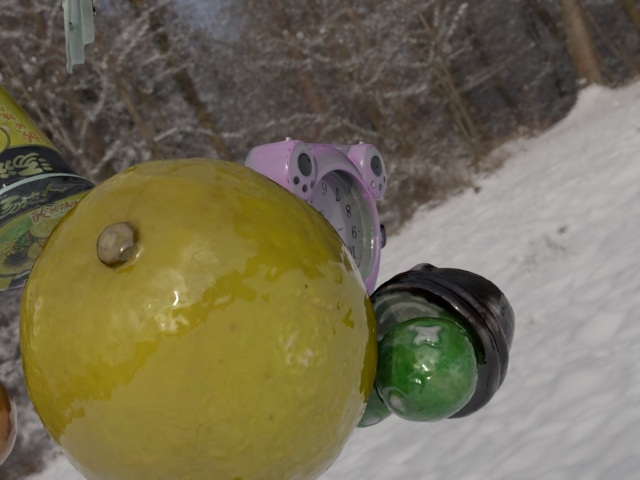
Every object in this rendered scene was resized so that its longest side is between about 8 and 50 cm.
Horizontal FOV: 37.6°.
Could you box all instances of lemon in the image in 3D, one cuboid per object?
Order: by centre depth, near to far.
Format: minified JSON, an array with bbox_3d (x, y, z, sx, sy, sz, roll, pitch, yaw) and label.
[{"bbox_3d":[-0.111,0.087,0.869,0.348,0.348,0.348,-29,-6,-3],"label":"lemon"}]

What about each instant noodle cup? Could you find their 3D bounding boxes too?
[{"bbox_3d":[-0.428,-0.084,1.241,0.215,0.236,0.215,-29,-26,-16],"label":"instant noodle cup"}]

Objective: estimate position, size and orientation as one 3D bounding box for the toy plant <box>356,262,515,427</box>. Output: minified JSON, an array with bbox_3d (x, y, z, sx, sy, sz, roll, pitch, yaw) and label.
[{"bbox_3d":[0.112,0.125,1.028,0.235,0.175,0.218,-33,3,-43],"label":"toy plant"}]

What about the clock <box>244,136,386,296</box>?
[{"bbox_3d":[0.000,0.000,1.173,0.090,0.248,0.227,-4,1,35],"label":"clock"}]

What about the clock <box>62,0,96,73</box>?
[{"bbox_3d":[-0.403,-0.398,1.562,0.053,0.236,0.236,-4,-13,-16],"label":"clock"}]

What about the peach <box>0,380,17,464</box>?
[{"bbox_3d":[-0.431,0.221,1.131,0.138,0.138,0.138,-29,-6,-3],"label":"peach"}]
